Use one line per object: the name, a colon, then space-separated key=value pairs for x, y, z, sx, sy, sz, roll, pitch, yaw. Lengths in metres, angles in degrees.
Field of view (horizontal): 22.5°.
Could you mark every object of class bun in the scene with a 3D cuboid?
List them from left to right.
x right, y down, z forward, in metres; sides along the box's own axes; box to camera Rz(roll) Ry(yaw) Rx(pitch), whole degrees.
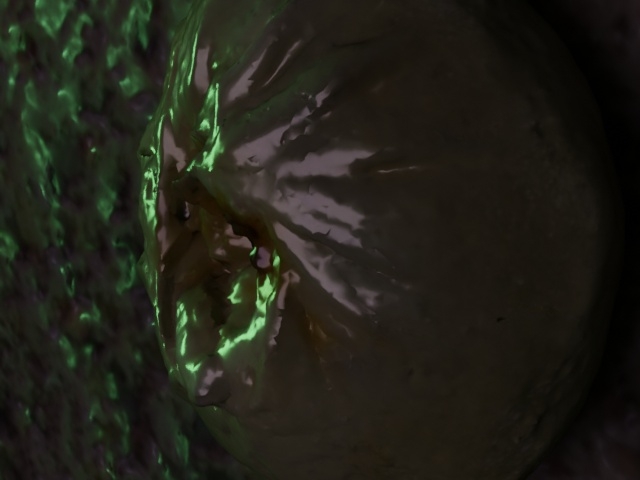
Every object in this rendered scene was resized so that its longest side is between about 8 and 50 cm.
bun: x=0.000 y=0.000 z=0.552 sx=0.222 sy=0.127 sz=0.222 roll=20 pitch=122 yaw=37
